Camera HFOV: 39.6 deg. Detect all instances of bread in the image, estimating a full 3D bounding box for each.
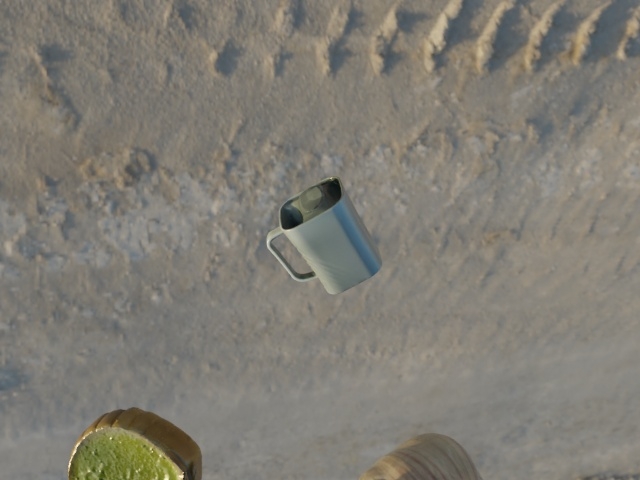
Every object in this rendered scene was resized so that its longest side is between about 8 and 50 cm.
[{"bbox_3d":[-0.318,0.399,1.522,0.236,0.236,0.070,-29,-174,20],"label":"bread"}]

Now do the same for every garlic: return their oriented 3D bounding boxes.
[{"bbox_3d":[0.173,0.519,1.610,0.317,0.259,0.317,-18,121,-34],"label":"garlic"}]

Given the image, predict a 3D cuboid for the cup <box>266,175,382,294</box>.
[{"bbox_3d":[0.000,0.000,1.190,0.128,0.095,0.129,-29,115,8],"label":"cup"}]
